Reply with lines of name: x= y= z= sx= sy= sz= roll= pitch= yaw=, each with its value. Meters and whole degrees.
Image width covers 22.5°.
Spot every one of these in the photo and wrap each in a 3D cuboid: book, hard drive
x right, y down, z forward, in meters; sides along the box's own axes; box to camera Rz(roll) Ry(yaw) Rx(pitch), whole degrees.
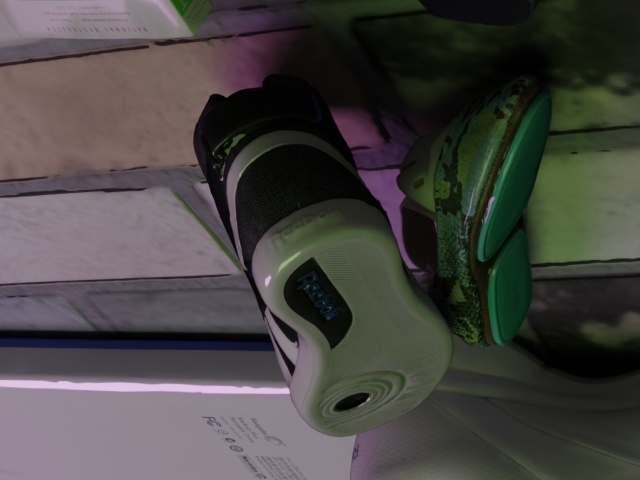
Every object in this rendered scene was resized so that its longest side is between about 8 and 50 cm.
book: x=-0.112 y=-0.137 z=0.614 sx=0.096 sy=0.035 sz=0.144 roll=9 pitch=148 yaw=36
hard drive: x=-0.092 y=0.131 z=1.045 sx=0.319 sy=0.040 sz=0.210 roll=-1 pitch=145 yaw=26

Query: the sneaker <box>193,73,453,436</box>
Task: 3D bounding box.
sneaker: x=0.000 y=0.000 z=0.734 sx=0.079 sy=0.121 sz=0.217 roll=-22 pitch=152 yaw=-4

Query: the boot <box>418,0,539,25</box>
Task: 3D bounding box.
boot: x=0.019 y=-0.142 z=0.536 sx=0.219 sy=0.106 sz=0.082 roll=26 pitch=168 yaw=46

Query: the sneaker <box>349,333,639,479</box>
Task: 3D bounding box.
sneaker: x=0.154 y=0.130 z=0.845 sx=0.297 sy=0.129 sz=0.111 roll=2 pitch=143 yaw=20

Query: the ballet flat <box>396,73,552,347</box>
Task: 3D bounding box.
ballet flat: x=0.063 y=-0.013 z=0.725 sx=0.070 sy=0.070 sz=0.188 roll=10 pitch=145 yaw=9
